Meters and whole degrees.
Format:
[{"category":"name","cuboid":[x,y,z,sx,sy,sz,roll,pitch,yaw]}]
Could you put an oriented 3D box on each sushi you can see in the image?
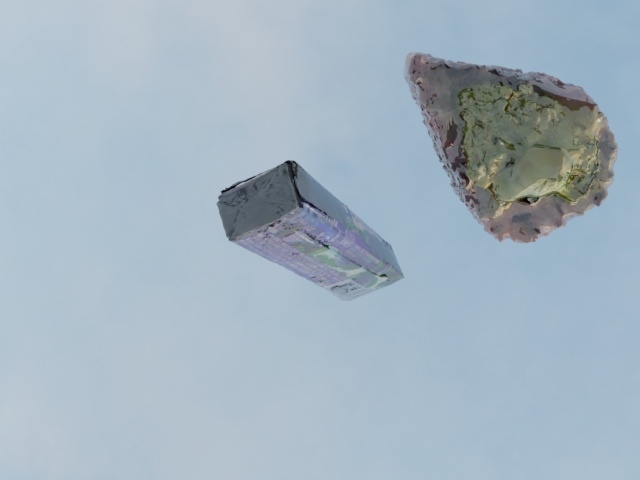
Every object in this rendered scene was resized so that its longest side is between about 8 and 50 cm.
[{"category":"sushi","cuboid":[0.197,-0.112,0.992,0.161,0.107,0.241,-29,-74,2]}]

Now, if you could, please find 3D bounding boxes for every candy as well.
[{"category":"candy","cuboid":[0.000,0.000,1.067,0.088,0.312,0.061,-22,-113,16]}]
